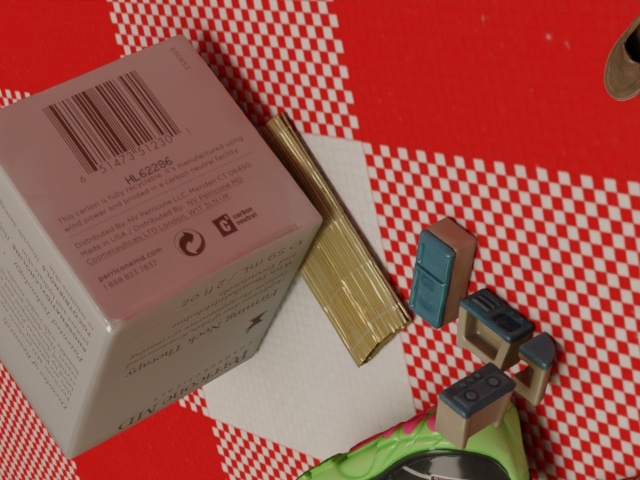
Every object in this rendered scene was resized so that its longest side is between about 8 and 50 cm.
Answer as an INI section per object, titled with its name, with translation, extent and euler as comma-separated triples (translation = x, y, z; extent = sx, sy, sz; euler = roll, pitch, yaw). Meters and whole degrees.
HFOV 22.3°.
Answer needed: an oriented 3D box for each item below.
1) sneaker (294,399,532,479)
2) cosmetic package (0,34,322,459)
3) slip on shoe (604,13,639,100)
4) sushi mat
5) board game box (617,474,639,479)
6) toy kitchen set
[sneaker]
translation = 0.097, 0.338, 2.005
extent = 0.483, 0.185, 0.202
euler = -37, 76, 57
[cosmetic package]
translation = -0.256, 0.011, 2.112
extent = 0.327, 0.329, 0.393
euler = 53, 150, 16
[slip on shoe]
translation = 0.298, -0.177, 1.523
extent = 0.051, 0.041, 0.135
euler = 55, 145, 13
[sushi mat]
translation = 0.000, 0.000, 2.059
extent = 0.316, 0.019, 0.151
euler = 58, 147, 10
[board game box]
translation = 0.417, 0.395, 1.716
extent = 0.242, 0.064, 0.316
euler = -28, 88, 56
[toy kitchen set]
translation = 0.145, 0.101, 1.798
extent = 0.207, 0.166, 0.122
euler = 38, 138, 33
